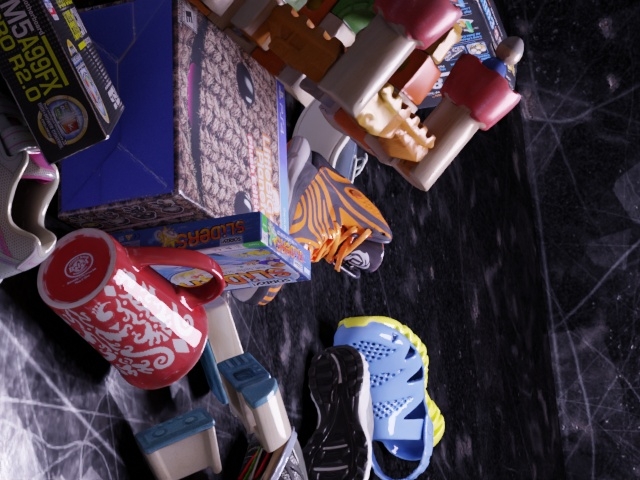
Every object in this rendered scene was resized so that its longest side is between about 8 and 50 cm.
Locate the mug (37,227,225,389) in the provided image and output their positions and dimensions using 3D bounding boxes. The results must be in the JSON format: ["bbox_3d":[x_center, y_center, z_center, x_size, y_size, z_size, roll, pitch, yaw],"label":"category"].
[{"bbox_3d":[-0.192,0.051,1.684,0.150,0.113,0.169,-54,141,-9],"label":"mug"}]

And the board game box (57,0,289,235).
[{"bbox_3d":[-0.155,-0.104,1.824,0.291,0.141,0.232,35,50,-63],"label":"board game box"}]

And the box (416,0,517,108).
[{"bbox_3d":[0.103,-0.310,2.395,0.293,0.296,0.073,59,32,-44],"label":"box"}]

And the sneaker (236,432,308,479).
[{"bbox_3d":[-0.043,0.352,2.026,0.130,0.087,0.227,-55,130,-60],"label":"sneaker"}]

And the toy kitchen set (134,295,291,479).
[{"bbox_3d":[-0.146,0.166,1.857,0.207,0.166,0.122,-145,-144,-65],"label":"toy kitchen set"}]

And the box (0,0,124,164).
[{"bbox_3d":[-0.256,-0.192,1.511,0.270,0.060,0.216,-107,172,-80],"label":"box"}]

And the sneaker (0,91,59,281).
[{"bbox_3d":[-0.289,-0.080,1.491,0.103,0.111,0.252,-9,90,-70],"label":"sneaker"}]

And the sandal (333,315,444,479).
[{"bbox_3d":[0.101,0.237,2.418,0.138,0.126,0.317,-73,147,-43],"label":"sandal"}]

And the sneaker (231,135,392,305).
[{"bbox_3d":[0.000,0.000,2.127,0.180,0.124,0.321,35,37,-12],"label":"sneaker"}]

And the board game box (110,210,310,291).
[{"bbox_3d":[-0.128,0.019,1.759,0.136,0.201,0.035,39,46,-61],"label":"board game box"}]

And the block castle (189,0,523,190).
[{"bbox_3d":[0.006,-0.282,1.903,0.213,0.453,0.303,-51,148,-1],"label":"block castle"}]

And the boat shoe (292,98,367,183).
[{"bbox_3d":[0.013,-0.103,2.352,0.079,0.095,0.254,54,34,-49],"label":"boat shoe"}]

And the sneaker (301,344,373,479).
[{"bbox_3d":[0.032,0.276,2.245,0.108,0.100,0.271,67,24,-47],"label":"sneaker"}]

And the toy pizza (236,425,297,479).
[{"bbox_3d":[-0.087,0.292,1.862,0.201,0.032,0.201,-60,-178,3],"label":"toy pizza"}]
